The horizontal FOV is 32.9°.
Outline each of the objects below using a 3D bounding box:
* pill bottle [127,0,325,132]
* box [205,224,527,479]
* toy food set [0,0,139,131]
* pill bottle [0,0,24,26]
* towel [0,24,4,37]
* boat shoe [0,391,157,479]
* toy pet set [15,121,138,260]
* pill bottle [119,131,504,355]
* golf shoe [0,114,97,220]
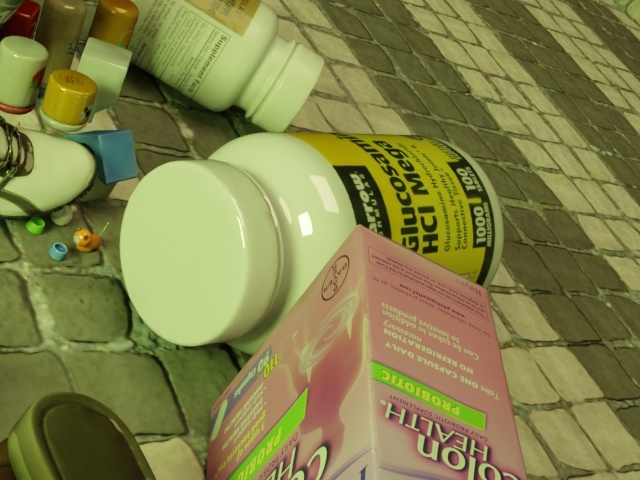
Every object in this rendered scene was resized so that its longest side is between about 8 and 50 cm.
[{"bbox_3d":[-0.117,-0.214,1.168,0.229,0.131,0.131,31,30,-12],"label":"pill bottle"},{"bbox_3d":[0.019,0.153,0.721,0.117,0.213,0.243,26,32,-20],"label":"box"},{"bbox_3d":[-0.235,-0.143,0.965,0.111,0.104,0.232,17,30,-13],"label":"toy food set"},{"bbox_3d":[-0.267,-0.218,0.865,0.078,0.137,0.078,38,30,-27],"label":"pill bottle"},{"bbox_3d":[-0.412,-0.201,0.889,0.228,0.076,0.308,39,28,-2],"label":"towel"},{"bbox_3d":[-0.113,0.233,0.587,0.111,0.104,0.307,20,32,-44],"label":"boat shoe"},{"bbox_3d":[-0.207,-0.058,0.920,0.122,0.065,0.114,47,31,15],"label":"toy pet set"},{"bbox_3d":[0.000,0.000,0.939,0.334,0.188,0.188,-6,51,-50],"label":"pill bottle"},{"bbox_3d":[-0.256,-0.064,0.824,0.198,0.094,0.077,1,72,-34],"label":"golf shoe"}]
